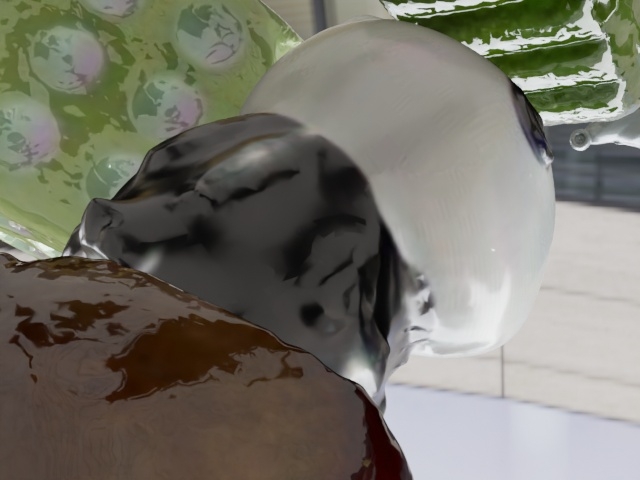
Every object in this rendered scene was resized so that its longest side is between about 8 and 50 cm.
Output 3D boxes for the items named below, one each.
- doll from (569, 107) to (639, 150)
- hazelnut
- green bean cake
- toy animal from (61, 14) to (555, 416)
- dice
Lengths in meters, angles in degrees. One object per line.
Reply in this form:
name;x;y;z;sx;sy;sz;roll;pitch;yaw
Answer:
doll;0.337;-0.134;1.300;0.228;0.075;0.102;-21;-107;13
hazelnut;-0.074;0.089;0.499;0.202;0.170;0.161;38;-162;35
green bean cake;0.138;-0.223;0.888;0.156;0.247;0.249;-6;-125;30
toy animal;0.003;0.007;0.778;0.267;0.212;0.212;-33;-134;-26
dice;-0.157;-0.092;1.182;0.254;0.250;0.252;25;-101;4
